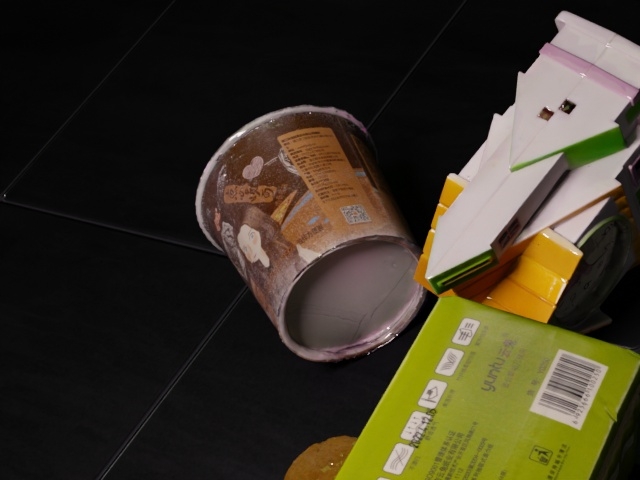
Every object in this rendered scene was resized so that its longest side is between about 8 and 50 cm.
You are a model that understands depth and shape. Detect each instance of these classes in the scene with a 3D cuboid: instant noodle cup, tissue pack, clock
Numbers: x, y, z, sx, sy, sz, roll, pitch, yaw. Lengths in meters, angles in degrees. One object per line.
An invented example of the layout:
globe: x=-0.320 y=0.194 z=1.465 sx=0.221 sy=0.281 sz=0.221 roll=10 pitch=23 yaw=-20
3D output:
instant noodle cup: x=0.000 y=0.000 z=1.697 sx=0.217 sy=0.217 sz=0.207 roll=-30 pitch=45 yaw=0
tissue pack: x=0.136 y=0.211 z=1.352 sx=0.200 sy=0.167 sz=0.274 roll=16 pitch=48 yaw=20
clock: x=0.223 y=-0.021 z=1.563 sx=0.166 sy=0.235 sz=0.309 roll=35 pitch=80 yaw=32

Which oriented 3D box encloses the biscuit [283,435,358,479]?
biscuit: x=-0.029 y=0.312 z=1.493 sx=0.197 sy=0.049 sz=0.301 roll=14 pitch=56 yaw=30
